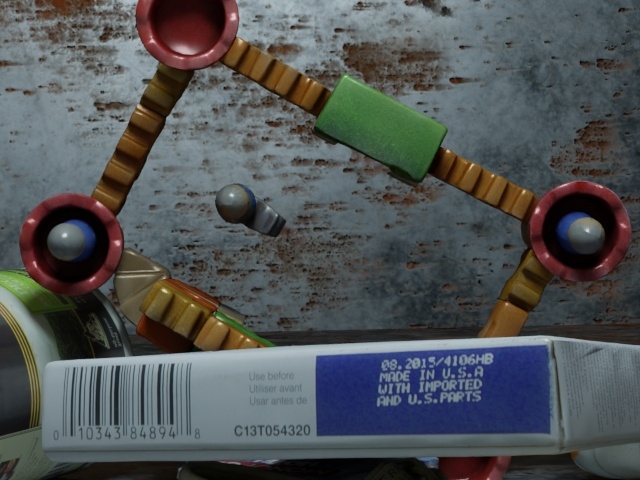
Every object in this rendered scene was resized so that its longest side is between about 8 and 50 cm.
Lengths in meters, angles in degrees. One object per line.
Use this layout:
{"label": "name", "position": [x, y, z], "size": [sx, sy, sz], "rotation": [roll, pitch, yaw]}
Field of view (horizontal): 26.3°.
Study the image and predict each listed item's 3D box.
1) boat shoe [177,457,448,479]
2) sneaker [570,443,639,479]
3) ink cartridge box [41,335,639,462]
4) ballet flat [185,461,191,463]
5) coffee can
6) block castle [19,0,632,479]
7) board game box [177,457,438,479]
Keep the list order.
{"label": "boat shoe", "position": [0.044, 0.184, 0.829], "size": [0.302, 0.098, 0.109], "rotation": [0, 2, 26]}
{"label": "sneaker", "position": [0.353, 0.172, 1.206], "size": [0.262, 0.099, 0.121], "rotation": [-2, 7, -13]}
{"label": "ink cartridge box", "position": [0.051, 0.104, 0.877], "size": [0.324, 0.071, 0.330], "rotation": [-6, -8, 27]}
{"label": "ballet flat", "position": [-0.036, 0.187, 1.264], "size": [0.079, 0.077, 0.221], "rotation": [7, 2, 26]}
{"label": "coffee can", "position": [-0.314, 0.128, 1.166], "size": [0.201, 0.201, 0.275], "rotation": [0, 2, 23]}
{"label": "block castle", "position": [0.000, 0.000, 1.172], "size": [0.453, 0.303, 0.213], "rotation": [28, 1, -2]}
{"label": "board game box", "position": [-0.038, 0.199, 1.028], "size": [0.194, 0.060, 0.194], "rotation": [0, 1, 30]}
